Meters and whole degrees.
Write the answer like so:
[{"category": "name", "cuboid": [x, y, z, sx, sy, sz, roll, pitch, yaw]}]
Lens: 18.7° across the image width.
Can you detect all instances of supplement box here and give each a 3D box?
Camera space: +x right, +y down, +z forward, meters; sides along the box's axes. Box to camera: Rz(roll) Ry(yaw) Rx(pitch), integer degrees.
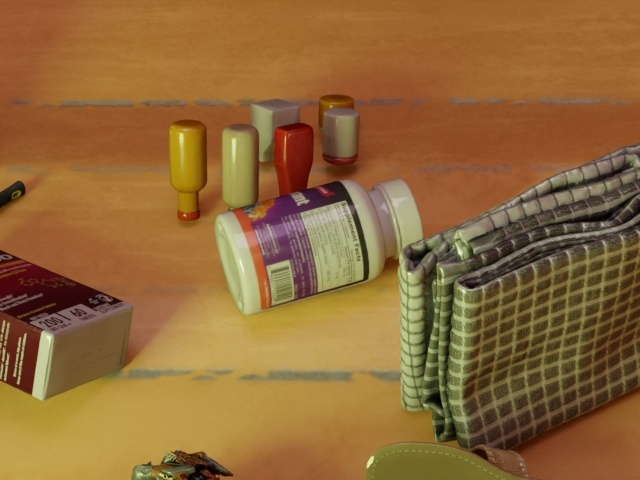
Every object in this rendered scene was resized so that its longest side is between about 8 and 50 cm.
[{"category": "supplement box", "cuboid": [-0.317, 0.068, 1.894, 0.239, 0.073, 0.130, 20, 21, 27]}]

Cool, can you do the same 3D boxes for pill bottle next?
[{"category": "pill bottle", "cuboid": [0.000, 0.000, 1.947, 0.193, 0.108, 0.108, -16, 42, -13]}]

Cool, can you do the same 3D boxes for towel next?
[{"category": "towel", "cuboid": [0.212, 0.060, 1.764, 0.283, 0.235, 0.121, -23, 50, -20]}]

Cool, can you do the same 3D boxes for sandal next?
[{"category": "sandal", "cuboid": [0.161, 0.224, 1.716, 0.240, 0.088, 0.079, 11, 11, 7]}]

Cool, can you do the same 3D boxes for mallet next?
[{"category": "mallet", "cuboid": [-0.384, -0.023, 2.047, 0.039, 0.062, 0.189, 25, 49, 29]}]

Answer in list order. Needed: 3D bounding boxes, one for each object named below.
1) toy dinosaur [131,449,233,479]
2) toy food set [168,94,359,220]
[{"category": "toy dinosaur", "cuboid": [-0.093, 0.286, 1.605, 0.218, 0.164, 0.322, -7, 16, -27]}, {"category": "toy food set", "cuboid": [-0.046, -0.084, 2.085, 0.232, 0.104, 0.111, -14, 24, -38]}]
